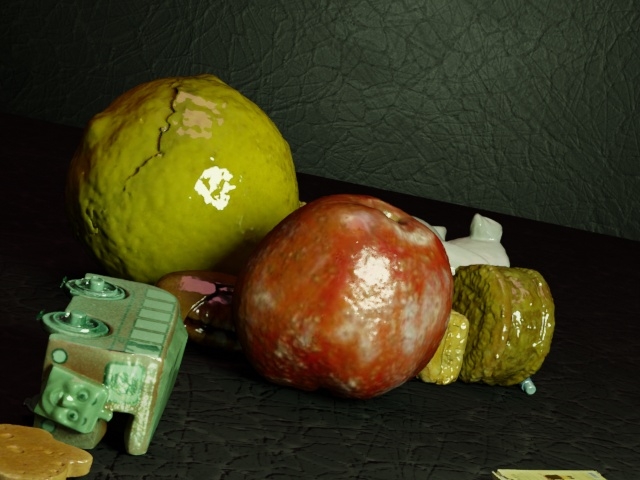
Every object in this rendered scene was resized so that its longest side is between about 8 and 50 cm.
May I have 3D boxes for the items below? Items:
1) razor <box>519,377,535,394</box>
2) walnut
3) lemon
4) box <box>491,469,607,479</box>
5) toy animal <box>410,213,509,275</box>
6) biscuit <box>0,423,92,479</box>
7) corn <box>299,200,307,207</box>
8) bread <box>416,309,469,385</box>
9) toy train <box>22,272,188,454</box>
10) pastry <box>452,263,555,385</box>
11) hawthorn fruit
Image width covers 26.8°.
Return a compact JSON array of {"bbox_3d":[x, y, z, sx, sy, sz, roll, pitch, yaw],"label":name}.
[{"bbox_3d":[0.288,0.188,1.986,0.040,0.068,0.135,5,24,-18],"label":"razor"},{"bbox_3d":[-0.137,0.099,1.837,0.207,0.115,0.116,15,8,-22],"label":"walnut"},{"bbox_3d":[-0.194,-0.063,2.009,0.387,0.350,0.350,42,-4,-26],"label":"lemon"},{"bbox_3d":[0.273,0.283,1.525,0.149,0.020,0.073,7,13,-26],"label":"box"},{"bbox_3d":[0.158,0.039,2.197,0.265,0.206,0.271,13,12,-15],"label":"toy animal"},{"bbox_3d":[-0.279,0.212,1.291,0.118,0.023,0.140,9,10,-16],"label":"biscuit"},{"bbox_3d":[0.000,0.000,2.433,0.347,0.130,0.130,10,10,-22],"label":"corn"},{"bbox_3d":[0.137,0.129,1.951,0.083,0.114,0.211,5,10,-21],"label":"bread"},{"bbox_3d":[-0.235,0.127,1.507,0.159,0.129,0.326,13,11,-5],"label":"toy train"},{"bbox_3d":[0.249,0.120,1.933,0.103,0.188,0.189,10,10,-25],"label":"pastry"},{"bbox_3d":[0.033,0.075,1.742,0.284,0.284,0.284,11,11,-2],"label":"hawthorn fruit"}]
